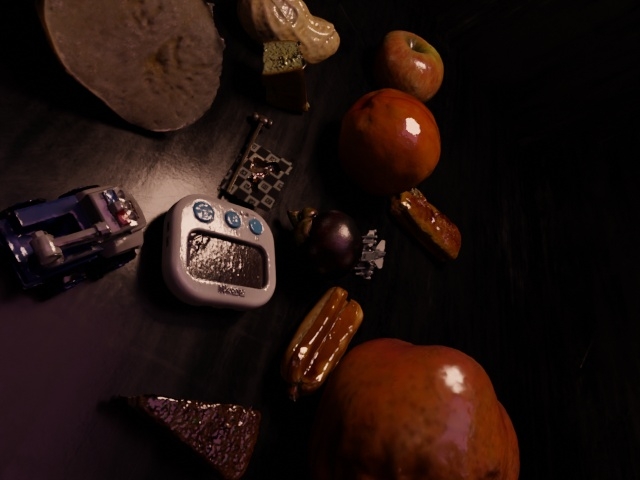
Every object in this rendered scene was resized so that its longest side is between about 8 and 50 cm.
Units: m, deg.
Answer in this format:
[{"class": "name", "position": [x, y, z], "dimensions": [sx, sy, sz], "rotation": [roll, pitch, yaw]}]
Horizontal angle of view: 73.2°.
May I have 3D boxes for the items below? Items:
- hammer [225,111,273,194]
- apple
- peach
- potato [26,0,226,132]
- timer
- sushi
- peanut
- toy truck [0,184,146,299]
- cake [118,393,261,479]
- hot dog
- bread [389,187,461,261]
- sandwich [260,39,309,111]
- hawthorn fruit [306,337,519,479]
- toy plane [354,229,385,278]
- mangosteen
[{"class": "hammer", "position": [-0.192, -0.227, 1.111], "dimensions": [0.058, 0.029, 0.291], "rotation": [22, 54, -8]}, {"class": "apple", "position": [0.348, -0.697, 1.786], "dimensions": [0.278, 0.250, 0.309], "rotation": [-28, 73, -35]}, {"class": "peach", "position": [0.212, -0.321, 1.388], "dimensions": [0.301, 0.343, 0.342], "rotation": [63, 37, -34]}, {"class": "potato", "position": [-0.394, -0.459, 0.858], "dimensions": [0.295, 0.290, 0.397], "rotation": [55, 12, 29]}, {"class": "timer", "position": [-0.217, 0.030, 0.932], "dimensions": [0.262, 0.087, 0.236], "rotation": [17, 61, -42]}, {"class": "sushi", "position": [-0.166, -0.158, 1.113], "dimensions": [0.139, 0.031, 0.200], "rotation": [28, 52, -7]}, {"class": "peanut", "position": [-0.098, -0.642, 1.313], "dimensions": [0.340, 0.158, 0.174], "rotation": [22, 96, -45]}, {"class": "toy truck", "position": [-0.387, -0.018, 0.697], "dimensions": [0.213, 0.177, 0.161], "rotation": [-32, 97, -49]}, {"class": "cake", "position": [-0.233, 0.348, 0.753], "dimensions": [0.246, 0.112, 0.134], "rotation": [25, 58, -39]}, {"class": "hot dog", "position": [-0.003, 0.249, 1.064], "dimensions": [0.135, 0.100, 0.337], "rotation": [49, 42, -9]}, {"class": "bread", "position": [0.410, -0.080, 1.663], "dimensions": [0.380, 0.109, 0.185], "rotation": [39, 48, -28]}, {"class": "sandwich", "position": [-0.101, -0.462, 1.262], "dimensions": [0.235, 0.128, 0.122], "rotation": [86, -1, -72]}, {"class": "hawthorn fruit", "position": [0.187, 0.449, 0.921], "dimensions": [0.472, 0.472, 0.470], "rotation": [23, 57, -41]}, {"class": "toy plane", "position": [0.129, 0.046, 1.318], "dimensions": [0.234, 0.083, 0.159], "rotation": [-3, 102, -48]}, {"class": "mangosteen", "position": [0.000, 0.000, 1.130], "dimensions": [0.231, 0.194, 0.194], "rotation": [29, 48, -3]}]
